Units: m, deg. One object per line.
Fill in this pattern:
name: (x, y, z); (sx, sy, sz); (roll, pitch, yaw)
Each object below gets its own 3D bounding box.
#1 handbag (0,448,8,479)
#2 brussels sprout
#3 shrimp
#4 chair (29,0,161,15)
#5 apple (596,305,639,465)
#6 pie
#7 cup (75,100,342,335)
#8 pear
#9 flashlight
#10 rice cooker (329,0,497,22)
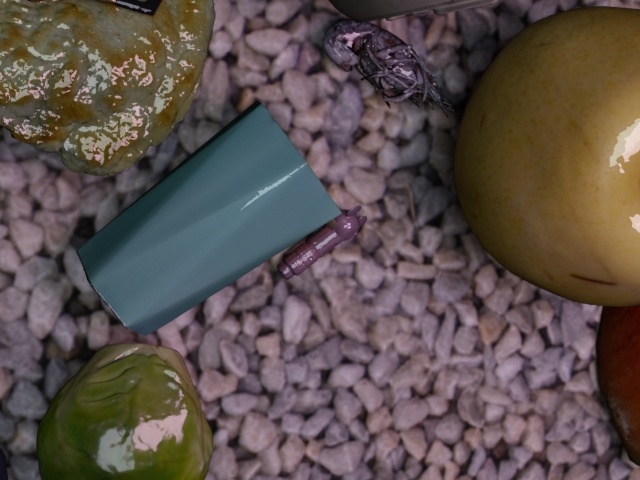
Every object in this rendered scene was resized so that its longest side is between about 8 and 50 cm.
handbag: (-0.379, 0.365, 0.909); (0.118, 0.269, 0.326); (-5, 98, 32)
brussels sprout: (-0.193, 0.192, 0.994); (0.161, 0.144, 0.181); (-11, 75, 8)
shrimp: (0.078, -0.175, 1.061); (0.165, 0.056, 0.065); (38, 71, -4)
chair: (-0.155, -0.310, 0.898); (0.172, 0.159, 0.247); (10, 68, -12)
apple: (0.465, 0.102, 1.143); (0.346, 0.254, 0.179); (-38, 143, -6)
pie: (-0.243, -0.199, 0.962); (0.274, 0.105, 0.257); (14, 83, -15)
cup: (-0.111, -0.012, 0.995); (0.235, 0.148, 0.134); (-38, 100, -2)
pear: (0.287, -0.080, 1.001); (0.309, 0.309, 0.309); (-1, 96, -13)
flashlight: (0.000, 0.000, 1.074); (0.110, 0.052, 0.031); (-37, 67, -1)
rice cooker: (0.123, -0.377, 0.910); (0.335, 0.335, 0.325); (-15, 102, -11)
